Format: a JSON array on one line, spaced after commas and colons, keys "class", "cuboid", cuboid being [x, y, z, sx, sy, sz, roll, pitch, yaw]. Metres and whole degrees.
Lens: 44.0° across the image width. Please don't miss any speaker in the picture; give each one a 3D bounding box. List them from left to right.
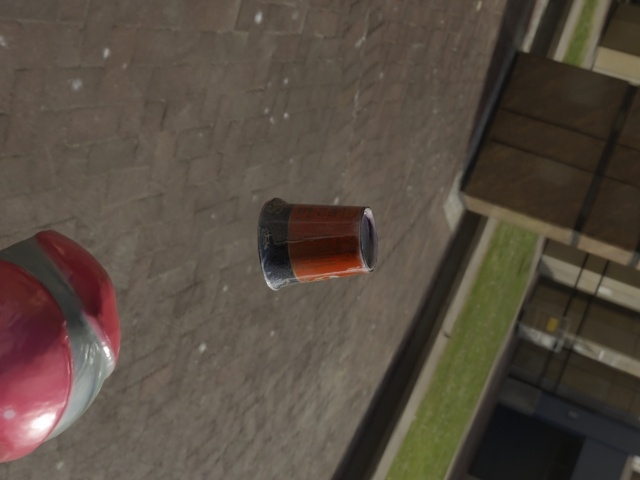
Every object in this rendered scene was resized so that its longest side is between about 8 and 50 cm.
[{"class": "speaker", "cuboid": [-0.383, 0.118, 0.965, 0.294, 0.294, 0.294, -54, 157, -37]}]

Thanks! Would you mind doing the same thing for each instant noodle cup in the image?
[{"class": "instant noodle cup", "cuboid": [0.000, 0.002, 1.045, 0.127, 0.135, 0.127, -3, 90, -73]}]
